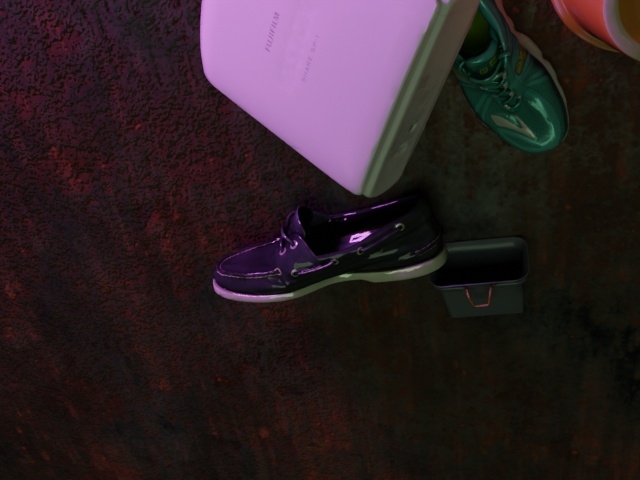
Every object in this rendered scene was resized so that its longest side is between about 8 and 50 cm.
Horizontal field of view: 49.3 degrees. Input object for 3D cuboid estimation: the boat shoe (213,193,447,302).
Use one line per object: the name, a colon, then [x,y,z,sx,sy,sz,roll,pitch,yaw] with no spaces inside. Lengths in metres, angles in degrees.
boat shoe: [0.000,0.002,0.973,0.339,0.127,0.113,-6,122,16]

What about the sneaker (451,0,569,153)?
sneaker: [0.189,-0.199,0.793,0.107,0.110,0.275,-30,114,29]

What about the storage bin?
storage bin: [0.230,0.064,0.987,0.135,0.098,0.091,-7,133,18]

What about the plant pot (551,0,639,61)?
plant pot: [0.324,-0.262,0.667,0.205,0.188,0.205,7,126,9]

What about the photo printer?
photo printer: [-0.006,-0.230,0.760,0.307,0.107,0.256,40,134,20]
